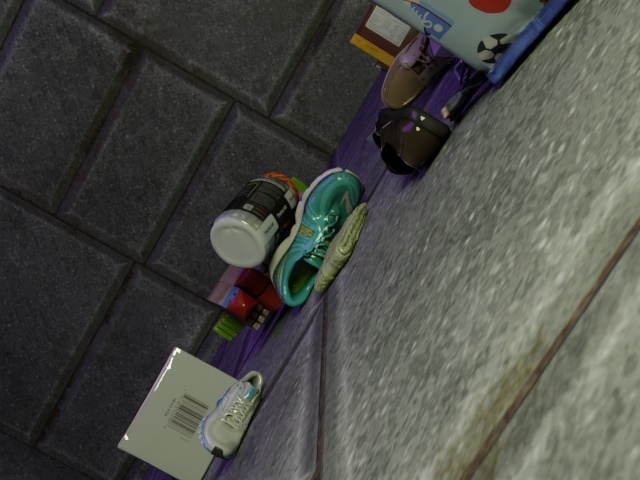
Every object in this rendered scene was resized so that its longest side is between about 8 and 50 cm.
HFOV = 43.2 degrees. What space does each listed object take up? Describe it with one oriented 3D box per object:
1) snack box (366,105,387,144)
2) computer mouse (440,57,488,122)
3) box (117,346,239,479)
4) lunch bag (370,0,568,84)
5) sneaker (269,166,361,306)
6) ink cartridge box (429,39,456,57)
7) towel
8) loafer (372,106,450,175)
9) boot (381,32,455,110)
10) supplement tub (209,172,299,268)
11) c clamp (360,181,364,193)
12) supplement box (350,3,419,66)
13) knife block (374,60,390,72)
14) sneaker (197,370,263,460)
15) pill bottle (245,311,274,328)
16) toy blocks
[{"bbox_3d":[0.147,-0.260,1.639,0.100,0.037,0.141,-61,5,-19],"label":"snack box"},{"bbox_3d":[0.198,-0.233,0.999,0.106,0.042,0.193,119,172,-54],"label":"computer mouse"},{"bbox_3d":[-0.288,0.363,1.658,0.215,0.168,0.345,-62,5,-18],"label":"box"},{"bbox_3d":[0.152,-0.416,0.884,0.385,0.328,0.239,-65,8,-30],"label":"lunch bag"},{"bbox_3d":[0.000,0.000,1.444,0.275,0.107,0.110,-64,22,22],"label":"sneaker"},{"bbox_3d":[0.213,-0.355,1.150,0.180,0.060,0.104,128,136,-59],"label":"ink cartridge box"},{"bbox_3d":[0.032,0.010,1.313,0.110,0.027,0.148,-57,6,40],"label":"towel"},{"bbox_3d":[0.104,-0.130,1.086,0.078,0.080,0.220,-60,5,0],"label":"loafer"},{"bbox_3d":[0.177,-0.302,1.342,0.213,0.077,0.165,-51,7,13],"label":"boot"},{"bbox_3d":[-0.116,-0.043,1.513,0.117,0.117,0.190,-56,0,41],"label":"supplement tub"},{"bbox_3d":[0.044,-0.055,1.580,0.137,0.022,0.160,-59,6,15],"label":"c clamp"},{"bbox_3d":[0.177,-0.418,1.508,0.194,0.129,0.191,-59,-8,18],"label":"supplement box"},{"bbox_3d":[0.229,-0.499,1.881,0.242,0.088,0.276,-61,5,-3],"label":"knife block"},{"bbox_3d":[-0.136,0.269,1.291,0.083,0.071,0.190,-52,8,24],"label":"sneaker"},{"bbox_3d":[-0.164,0.140,1.962,0.121,0.121,0.216,-59,5,11],"label":"pill bottle"},{"bbox_3d":[-0.092,0.041,1.677,0.381,0.191,0.261,-56,17,-9],"label":"toy blocks"}]
